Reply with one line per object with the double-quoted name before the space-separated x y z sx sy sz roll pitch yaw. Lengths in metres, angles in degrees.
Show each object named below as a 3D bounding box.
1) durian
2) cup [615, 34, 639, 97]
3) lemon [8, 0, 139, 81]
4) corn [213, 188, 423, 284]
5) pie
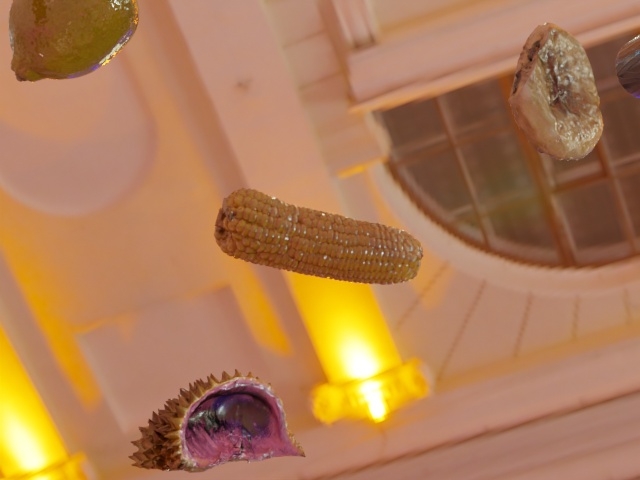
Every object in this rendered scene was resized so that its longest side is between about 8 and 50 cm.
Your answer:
"durian" -0.185 0.294 2.216 0.187 0.153 0.260 -23 164 28
"cup" 0.563 -0.284 2.374 0.113 0.150 0.138 16 171 -11
"lemon" -0.377 -0.340 2.158 0.248 0.184 0.184 -42 -153 -7
"corn" 0.000 0.000 1.910 0.292 0.101 0.101 10 -161 -15
"pie" 0.348 -0.207 2.075 0.052 0.185 0.218 -19 -144 38
